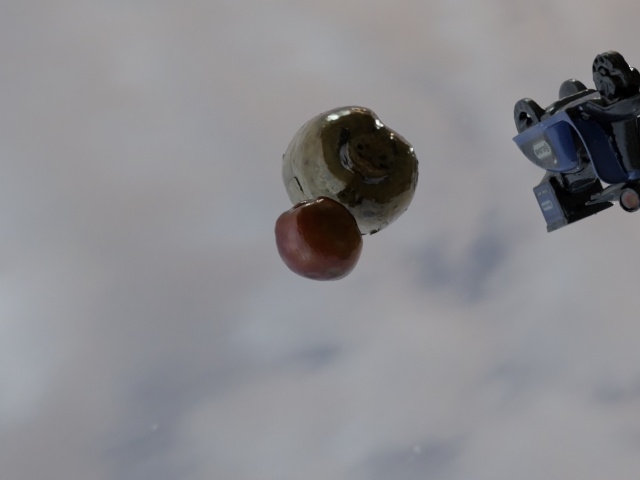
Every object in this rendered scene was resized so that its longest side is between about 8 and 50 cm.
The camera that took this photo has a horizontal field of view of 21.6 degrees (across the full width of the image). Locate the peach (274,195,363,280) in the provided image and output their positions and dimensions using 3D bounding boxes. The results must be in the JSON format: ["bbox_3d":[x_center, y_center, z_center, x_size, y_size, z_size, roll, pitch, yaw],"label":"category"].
[{"bbox_3d":[0.000,0.001,1.873,0.101,0.101,0.100,21,-136,-22],"label":"peach"}]

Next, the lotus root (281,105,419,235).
[{"bbox_3d":[0.034,-0.081,2.036,0.146,0.284,0.160,-31,-91,-14],"label":"lotus root"}]

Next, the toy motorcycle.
[{"bbox_3d":[0.374,-0.126,2.258,0.125,0.358,0.212,-22,-92,-15],"label":"toy motorcycle"}]
